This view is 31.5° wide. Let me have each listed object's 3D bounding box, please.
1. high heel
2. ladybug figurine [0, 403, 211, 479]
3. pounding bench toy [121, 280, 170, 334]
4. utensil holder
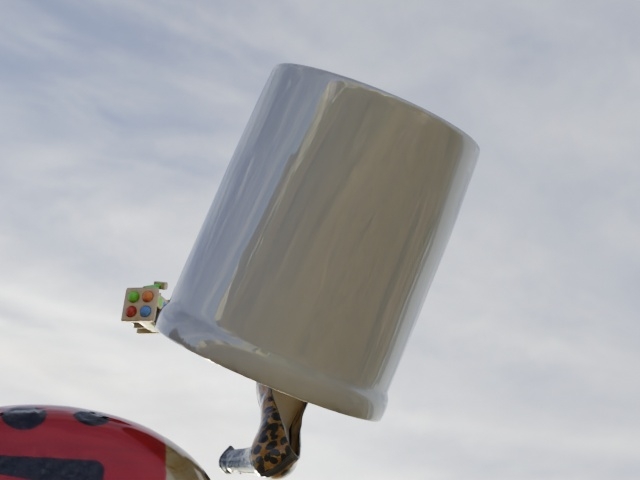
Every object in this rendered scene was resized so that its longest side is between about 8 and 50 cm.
[{"bbox_3d":[-0.032,0.232,1.637,0.093,0.261,0.186,41,-27,-19],"label":"high heel"},{"bbox_3d":[-0.326,0.318,1.353,0.449,0.305,0.162,6,-44,-13],"label":"ladybug figurine"},{"bbox_3d":[-0.251,0.087,1.656,0.052,0.083,0.065,-3,-25,17],"label":"pounding bench toy"},{"bbox_3d":[0.000,0.000,1.508,0.328,0.328,0.385,23,-93,-31],"label":"utensil holder"}]
